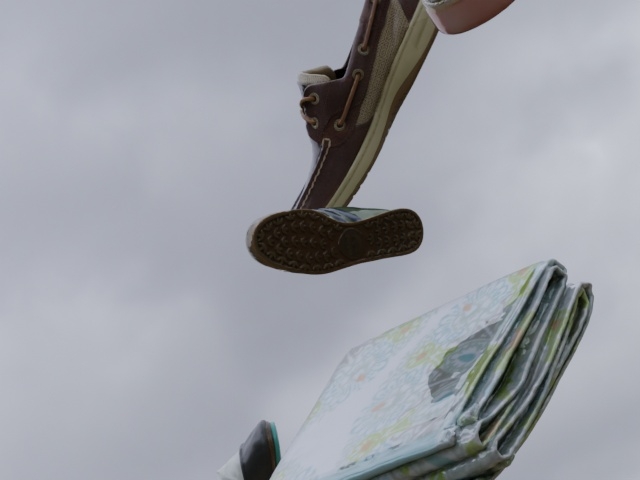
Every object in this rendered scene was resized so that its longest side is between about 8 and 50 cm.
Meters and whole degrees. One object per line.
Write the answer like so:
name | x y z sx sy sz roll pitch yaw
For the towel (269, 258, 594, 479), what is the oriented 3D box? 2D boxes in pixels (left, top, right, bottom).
towel | 0.102 0.188 2.061 0.374 0.090 0.320 -27 18 42

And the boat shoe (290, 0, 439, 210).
boat shoe | 0.027 -0.164 2.251 0.342 0.123 0.123 -62 6 12

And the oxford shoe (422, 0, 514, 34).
oxford shoe | 0.153 -0.359 1.720 0.140 0.397 0.146 -24 -59 36

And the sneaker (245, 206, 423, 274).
sneaker | 0.000 0.000 1.899 0.192 0.064 0.086 -5 0 -30

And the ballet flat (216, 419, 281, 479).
ballet flat | -0.083 0.338 2.550 0.096 0.095 0.280 -11 -40 1
